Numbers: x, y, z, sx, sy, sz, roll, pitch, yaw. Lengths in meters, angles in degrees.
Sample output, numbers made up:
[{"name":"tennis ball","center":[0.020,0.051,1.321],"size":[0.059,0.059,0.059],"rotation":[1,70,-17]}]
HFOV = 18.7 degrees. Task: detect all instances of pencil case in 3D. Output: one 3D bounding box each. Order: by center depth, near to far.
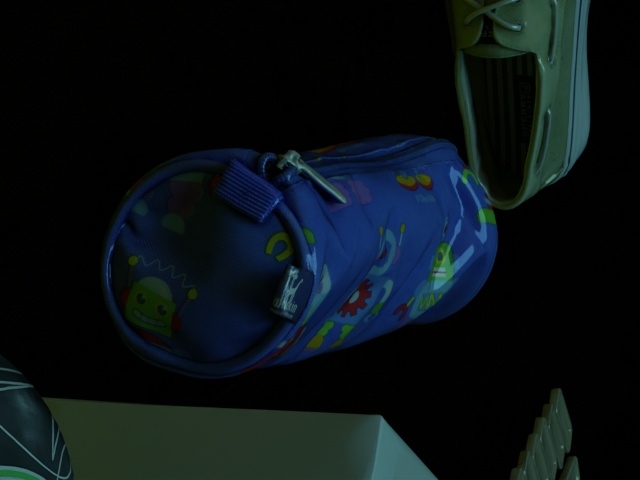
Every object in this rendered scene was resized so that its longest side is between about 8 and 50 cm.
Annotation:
[{"name":"pencil case","center":[0.000,0.000,1.105],"size":[0.133,0.119,0.306],"rotation":[-54,162,19]}]

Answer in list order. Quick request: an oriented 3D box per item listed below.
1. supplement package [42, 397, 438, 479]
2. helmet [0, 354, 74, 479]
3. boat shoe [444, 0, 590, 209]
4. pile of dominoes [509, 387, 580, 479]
[{"name":"supplement package","center":[-0.028,0.224,0.967],"size":[0.263,0.198,0.199],"rotation":[51,46,-51]},{"name":"helmet","center":[-0.170,0.102,0.716],"size":[0.169,0.161,0.169],"rotation":[10,78,-56]},{"name":"boat shoe","center":[0.144,-0.163,1.421],"size":[0.094,0.109,0.302],"rotation":[-51,137,-49]},{"name":"pile of dominoes","center":[0.169,0.242,1.569],"size":[0.251,0.040,0.196],"rotation":[-48,132,-64]}]
